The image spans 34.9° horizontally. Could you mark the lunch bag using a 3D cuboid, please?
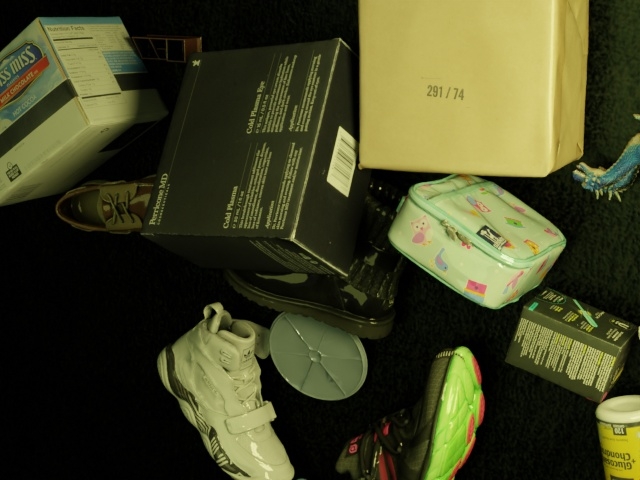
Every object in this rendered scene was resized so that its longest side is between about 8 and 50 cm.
[{"bbox_3d":[0.238,-0.011,1.548,0.224,0.279,0.108,40,115,20],"label":"lunch bag"}]

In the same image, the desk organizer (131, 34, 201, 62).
[{"bbox_3d":[-0.290,-0.361,1.916,0.130,0.050,0.047,9,106,29],"label":"desk organizer"}]

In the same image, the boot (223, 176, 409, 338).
[{"bbox_3d":[0.003,-0.001,1.778,0.347,0.131,0.260,17,118,15],"label":"boot"}]

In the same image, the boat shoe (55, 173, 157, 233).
[{"bbox_3d":[-0.387,-0.063,2.010,0.324,0.116,0.123,-4,100,32],"label":"boat shoe"}]

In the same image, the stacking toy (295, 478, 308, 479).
[{"bbox_3d":[-0.067,0.625,1.990,0.175,0.165,0.302,41,134,12],"label":"stacking toy"}]

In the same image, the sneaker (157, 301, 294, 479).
[{"bbox_3d":[-0.151,0.295,1.944,0.366,0.137,0.210,49,124,16],"label":"sneaker"}]

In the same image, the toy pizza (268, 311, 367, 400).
[{"bbox_3d":[-0.003,0.206,1.884,0.201,0.032,0.201,12,120,21],"label":"toy pizza"}]

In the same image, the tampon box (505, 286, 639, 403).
[{"bbox_3d":[0.394,0.162,1.591,0.161,0.120,0.102,24,113,24],"label":"tampon box"}]

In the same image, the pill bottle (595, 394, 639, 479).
[{"bbox_3d":[0.493,0.342,1.587,0.103,0.103,0.184,-7,98,32],"label":"pill bottle"}]

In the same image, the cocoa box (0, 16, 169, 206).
[{"bbox_3d":[-0.519,-0.251,1.974,0.347,0.231,0.228,-30,85,33],"label":"cocoa box"}]

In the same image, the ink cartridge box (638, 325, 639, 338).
[{"bbox_3d":[0.627,0.142,1.449,0.272,0.114,0.197,-31,86,32],"label":"ink cartridge box"}]

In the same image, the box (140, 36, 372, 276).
[{"bbox_3d":[-0.089,-0.134,1.682,0.312,0.179,0.343,3,72,33],"label":"box"}]

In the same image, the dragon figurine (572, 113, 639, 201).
[{"bbox_3d":[0.515,-0.103,1.471,0.289,0.085,0.144,16,112,32],"label":"dragon figurine"}]

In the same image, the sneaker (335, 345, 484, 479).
[{"bbox_3d":[0.134,0.383,1.769,0.202,0.185,0.483,30,115,17],"label":"sneaker"}]

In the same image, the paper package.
[{"bbox_3d":[0.228,-0.260,1.560,0.324,0.168,0.310,6,106,31],"label":"paper package"}]
